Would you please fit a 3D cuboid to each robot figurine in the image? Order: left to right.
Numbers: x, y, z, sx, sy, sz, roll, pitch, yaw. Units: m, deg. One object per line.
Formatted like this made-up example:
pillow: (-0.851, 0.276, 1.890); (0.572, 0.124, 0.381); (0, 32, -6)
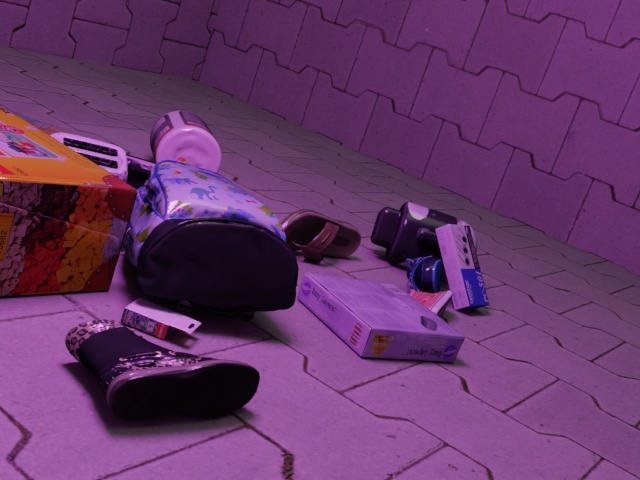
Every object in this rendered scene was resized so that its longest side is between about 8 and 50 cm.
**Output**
robot figurine: (0.277, 0.003, 2.231); (0.278, 0.173, 0.209); (18, 33, -2)

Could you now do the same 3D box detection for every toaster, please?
toaster: (-0.485, -0.121, 1.703); (0.227, 0.146, 0.129); (13, 39, -24)

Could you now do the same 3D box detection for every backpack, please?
backpack: (-0.227, -0.010, 1.548); (0.290, 0.273, 0.355); (8, -1, -24)

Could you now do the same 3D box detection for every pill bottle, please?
pill bottle: (-0.386, -0.266, 2.351); (0.176, 0.176, 0.318); (14, 16, -20)

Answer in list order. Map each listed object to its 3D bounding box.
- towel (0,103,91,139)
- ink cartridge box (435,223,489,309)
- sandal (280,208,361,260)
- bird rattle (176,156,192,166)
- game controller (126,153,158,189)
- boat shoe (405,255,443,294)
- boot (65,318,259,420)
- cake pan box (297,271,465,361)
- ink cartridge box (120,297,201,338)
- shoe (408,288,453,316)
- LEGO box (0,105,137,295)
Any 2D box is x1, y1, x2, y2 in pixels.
towel: (-0.741, -0.278, 2.217); (0.370, 0.040, 0.271); (19, 15, -2)
ink cartridge box: (0.348, 0.065, 2.058); (0.046, 0.207, 0.097); (-22, -16, 39)
sandal: (0.002, -0.001, 2.012); (0.303, 0.120, 0.086); (5, 34, -44)
bird rattle: (-0.308, -0.103, 2.059); (0.207, 0.143, 0.253); (32, 2, 3)
game controller: (-0.458, -0.138, 1.858); (0.319, 0.067, 0.166); (17, -28, -8)
boat shoe: (0.250, 0.092, 2.045); (0.089, 0.109, 0.258); (7, -6, 9)
boot: (-0.217, 0.169, 1.157); (0.236, 0.085, 0.178); (4, 18, -43)
cake pan box: (0.115, 0.150, 1.684); (0.246, 0.070, 0.267); (11, 17, -37)
ink cartridge box: (-0.256, 0.132, 1.351); (0.115, 0.029, 0.063); (22, 14, 5)
shoe: (0.242, 0.137, 1.896); (0.081, 0.063, 0.178); (28, 20, 15)
LEGO box: (-0.619, -0.099, 1.406); (0.500, 0.193, 0.372); (29, 18, 34)
